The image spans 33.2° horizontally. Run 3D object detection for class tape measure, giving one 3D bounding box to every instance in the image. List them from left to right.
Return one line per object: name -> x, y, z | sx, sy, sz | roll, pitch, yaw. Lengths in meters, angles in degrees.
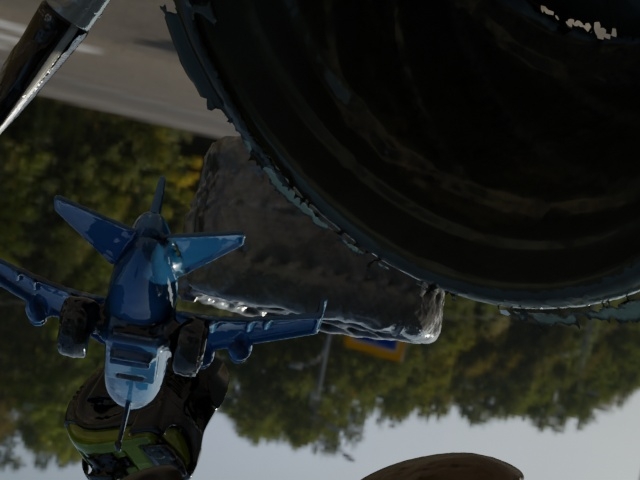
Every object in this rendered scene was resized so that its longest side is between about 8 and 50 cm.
tape measure -> -0.219, 0.209, 1.294 | 0.186, 0.112, 0.199 | -15, -150, 27

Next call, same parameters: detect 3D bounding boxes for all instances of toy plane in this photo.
toy plane -> -0.131, 0.062, 0.779 | 0.254, 0.105, 0.271 | 11, 139, -5

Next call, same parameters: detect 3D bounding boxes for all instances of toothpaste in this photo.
toothpaste -> -0.248, -0.144, 0.910 | 0.045, 0.193, 0.071 | 34, -164, -24

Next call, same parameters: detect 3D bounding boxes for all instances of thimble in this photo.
thimble -> 0.000, 0.000, 0.982 | 0.245, 0.157, 0.217 | 12, 171, -15

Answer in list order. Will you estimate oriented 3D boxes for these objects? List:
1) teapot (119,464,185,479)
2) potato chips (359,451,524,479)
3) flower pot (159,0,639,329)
teapot -> -0.139, 0.222, 0.839 | 0.068, 0.076, 0.121 | -10, -168, -32
potato chips -> 0.093, 0.241, 1.027 | 0.195, 0.062, 0.208 | -20, 175, -25
flower pot -> 0.068, -0.101, 0.357 | 0.235, 0.236, 0.140 | 13, -143, 40
